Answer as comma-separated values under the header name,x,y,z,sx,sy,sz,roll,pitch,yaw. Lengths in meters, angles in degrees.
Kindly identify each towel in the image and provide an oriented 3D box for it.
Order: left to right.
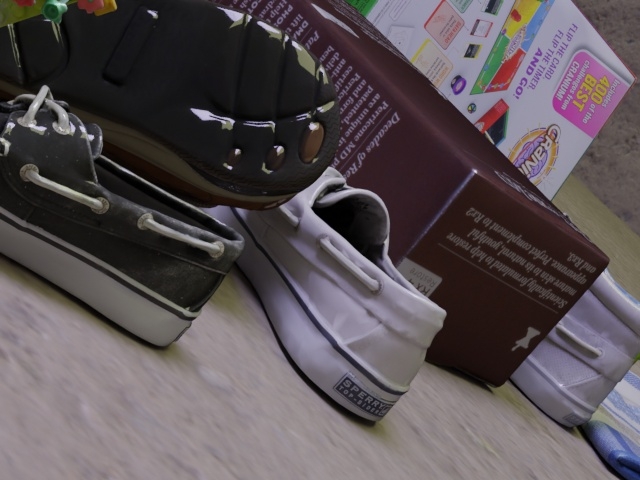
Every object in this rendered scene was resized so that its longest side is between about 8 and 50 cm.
name,x,y,z,sx,sy,sz,roll,pitch,yaw
towel,0.277,0.162,1.430,0.209,0.034,0.285,35,12,-21

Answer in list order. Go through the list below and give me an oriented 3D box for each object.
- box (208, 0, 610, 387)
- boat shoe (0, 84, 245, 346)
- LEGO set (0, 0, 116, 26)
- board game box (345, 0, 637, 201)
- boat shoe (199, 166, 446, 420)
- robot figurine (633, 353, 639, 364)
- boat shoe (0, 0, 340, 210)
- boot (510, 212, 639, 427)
name,x,y,z,sx,sy,sz,roll,pitch,yaw
box,0.024,-0.075,1.262,0.191,0.143,0.381,28,18,-47
boat shoe,-0.131,-0.034,0.754,0.219,0.070,0.078,33,13,-31
LEGO set,-0.198,-0.138,0.791,0.287,0.132,0.107,18,18,0
board game box,0.148,-0.165,1.632,0.316,0.242,0.064,43,-12,-35
boat shoe,0.000,0.000,1.007,0.096,0.088,0.267,34,13,-29
robot figurine,0.267,0.084,1.614,0.115,0.067,0.101,36,3,-20
boat shoe,-0.147,-0.107,0.937,0.324,0.123,0.120,32,-21,-4
boot,0.154,0.021,1.338,0.258,0.123,0.095,44,12,20
